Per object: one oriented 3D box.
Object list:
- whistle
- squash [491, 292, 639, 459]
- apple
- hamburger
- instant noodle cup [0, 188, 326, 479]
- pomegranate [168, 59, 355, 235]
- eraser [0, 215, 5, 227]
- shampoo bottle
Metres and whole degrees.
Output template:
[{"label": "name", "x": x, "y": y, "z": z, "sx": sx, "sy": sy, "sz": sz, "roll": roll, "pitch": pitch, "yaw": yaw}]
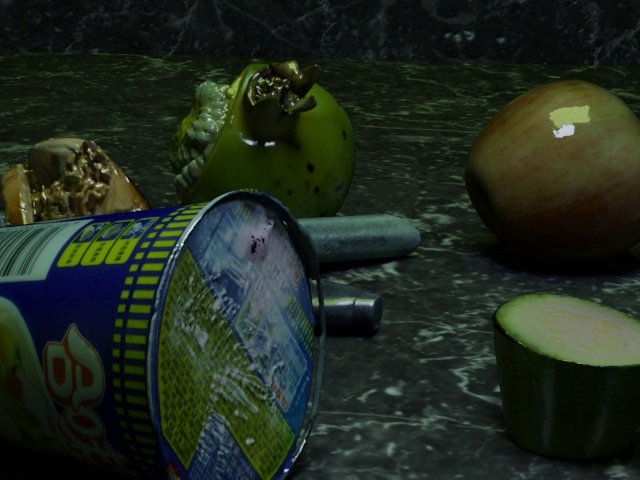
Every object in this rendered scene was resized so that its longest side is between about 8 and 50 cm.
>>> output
[{"label": "whistle", "x": 0.000, "y": 0.000, "z": 2.010, "sx": 0.312, "sy": 0.062, "sz": 0.062, "roll": -4, "pitch": 15, "yaw": -41}, {"label": "squash", "x": 0.244, "y": 0.130, "z": 1.488, "sx": 0.170, "sy": 0.123, "sz": 0.170, "roll": 2, "pitch": 15, "yaw": -1}, {"label": "apple", "x": 0.322, "y": -0.082, "z": 2.077, "sx": 0.234, "sy": 0.257, "sz": 0.257, "roll": -32, "pitch": 22, "yaw": -7}, {"label": "hamburger", "x": -0.247, "y": 0.000, "z": 1.652, "sx": 0.146, "sy": 0.286, "sz": 0.243, "roll": -34, "pitch": 55, "yaw": -12}, {"label": "instant noodle cup", "x": -0.194, "y": 0.089, "z": 1.384, "sx": 0.312, "sy": 0.284, "sz": 0.284, "roll": 2, "pitch": 13, "yaw": 30}, {"label": "pomegranate", "x": -0.071, "y": -0.122, "z": 2.060, "sx": 0.260, "sy": 0.260, "sz": 0.341, "roll": -3, "pitch": -22, "yaw": -16}, {"label": "eraser", "x": -0.448, "y": 0.059, "z": 1.509, "sx": 0.150, "sy": 0.331, "sz": 0.331, "roll": 16, "pitch": 20, "yaw": 36}, {"label": "shampoo bottle", "x": -0.045, "y": 0.069, "z": 1.812, "sx": 0.233, "sy": 0.049, "sz": 0.087, "roll": 8, "pitch": 23, "yaw": 19}]
